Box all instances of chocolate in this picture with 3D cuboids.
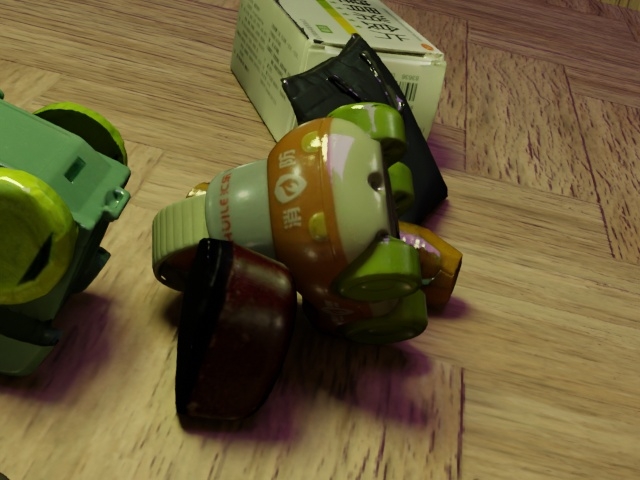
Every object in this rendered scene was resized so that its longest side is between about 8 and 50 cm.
[{"bbox_3d":[-0.057,0.067,0.917,0.080,0.149,0.125,9,62,-12],"label":"chocolate"}]

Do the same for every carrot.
[{"bbox_3d":[0.000,0.000,1.172,0.260,0.070,0.070,14,23,8],"label":"carrot"}]

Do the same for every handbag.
[{"bbox_3d":[0.050,-0.101,1.304,0.088,0.211,0.254,-26,8,26],"label":"handbag"}]

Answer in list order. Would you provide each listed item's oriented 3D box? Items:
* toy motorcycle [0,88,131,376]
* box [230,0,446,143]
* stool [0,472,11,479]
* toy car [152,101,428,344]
[{"bbox_3d":[-0.316,-0.034,0.941,0.326,0.200,0.191,24,23,-4],"label":"toy motorcycle"},{"bbox_3d":[0.012,-0.219,1.573,0.173,0.145,0.333,3,24,-19],"label":"box"},{"bbox_3d":[-0.208,0.167,0.612,0.217,0.125,0.121,19,24,38],"label":"stool"},{"bbox_3d":[-0.030,-0.001,1.018,0.235,0.235,0.145,4,68,-22],"label":"toy car"}]
